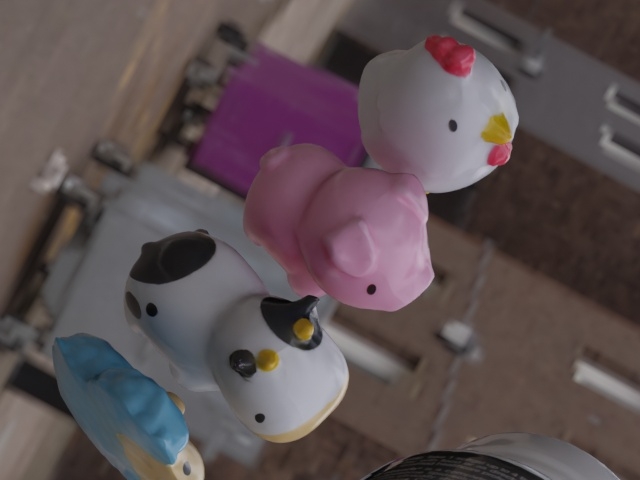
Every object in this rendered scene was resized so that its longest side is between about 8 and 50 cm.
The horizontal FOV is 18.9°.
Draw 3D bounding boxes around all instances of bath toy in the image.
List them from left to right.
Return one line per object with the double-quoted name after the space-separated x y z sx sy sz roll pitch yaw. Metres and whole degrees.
0.000 0.000 1.152 0.348 0.151 0.129 -45 170 -22 "bath toy"

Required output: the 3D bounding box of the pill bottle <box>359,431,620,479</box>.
0.042 0.180 0.806 0.278 0.162 0.162 -22 144 -62 "pill bottle"
